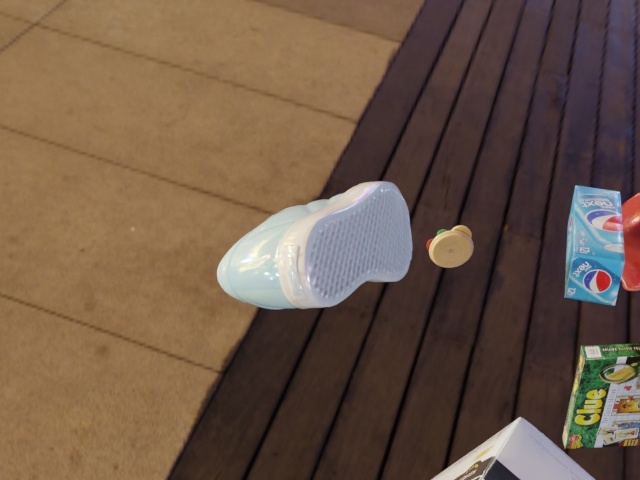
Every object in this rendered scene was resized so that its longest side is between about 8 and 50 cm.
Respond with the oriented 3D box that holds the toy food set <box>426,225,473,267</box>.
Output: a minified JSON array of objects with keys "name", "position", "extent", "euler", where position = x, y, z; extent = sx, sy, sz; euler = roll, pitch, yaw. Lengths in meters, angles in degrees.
[{"name":"toy food set","position":[0.233,0.013,1.607],"extent":[0.083,0.083,0.020],"euler":[-12,34,4]}]

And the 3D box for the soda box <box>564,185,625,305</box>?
[{"name":"soda box","position":[0.378,0.002,1.238],"extent":[0.067,0.071,0.210],"euler":[9,30,11]}]

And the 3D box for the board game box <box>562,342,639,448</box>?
[{"name":"board game box","position":[0.460,0.246,1.396],"extent":[0.136,0.259,0.030],"euler":[-2,47,5]}]

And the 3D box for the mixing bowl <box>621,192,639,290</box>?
[{"name":"mixing bowl","position":[0.509,-0.017,1.372],"extent":[0.098,0.181,0.181],"euler":[48,47,-4]}]

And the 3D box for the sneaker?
[{"name":"sneaker","position":[0.000,0.000,1.103],"extent":[0.150,0.135,0.366],"euler":[-2,4,26]}]

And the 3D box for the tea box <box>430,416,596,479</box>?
[{"name":"tea box","position":[0.191,0.459,1.158],"extent":[0.220,0.329,0.323],"euler":[42,53,7]}]
